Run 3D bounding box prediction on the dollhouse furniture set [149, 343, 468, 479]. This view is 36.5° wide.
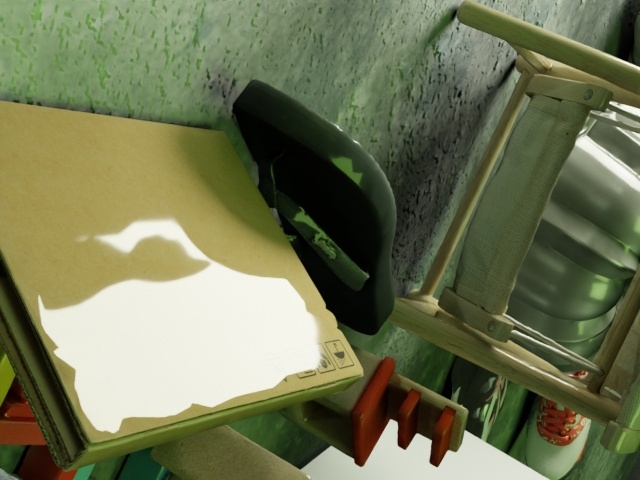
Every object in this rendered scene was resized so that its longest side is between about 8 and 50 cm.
[{"bbox_3d":[-0.019,0.199,0.673,0.259,0.135,0.262,-54,159,-25],"label":"dollhouse furniture set"}]

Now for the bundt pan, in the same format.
[{"bbox_3d":[0.317,0.008,1.060,0.331,0.124,0.331,-36,147,-28],"label":"bundt pan"}]

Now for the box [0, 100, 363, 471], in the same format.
[{"bbox_3d":[-0.073,0.009,0.451,0.021,0.164,0.201,-39,161,26],"label":"box"}]

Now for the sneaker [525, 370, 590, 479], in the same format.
[{"bbox_3d":[0.338,0.210,1.352,0.145,0.090,0.270,22,91,-60],"label":"sneaker"}]

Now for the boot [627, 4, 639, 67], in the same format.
[{"bbox_3d":[0.418,-0.250,1.118,0.246,0.083,0.161,-35,148,-32],"label":"boot"}]

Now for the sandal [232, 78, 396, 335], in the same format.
[{"bbox_3d":[0.001,0.001,0.614,0.054,0.097,0.254,-51,150,-20],"label":"sandal"}]

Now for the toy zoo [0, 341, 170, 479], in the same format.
[{"bbox_3d":[-0.138,0.107,0.549,0.192,0.030,0.293,22,94,-61],"label":"toy zoo"}]

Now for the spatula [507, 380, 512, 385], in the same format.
[{"bbox_3d":[0.279,0.127,1.216,0.296,0.084,0.030,-30,163,-35],"label":"spatula"}]

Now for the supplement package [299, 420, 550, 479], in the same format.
[{"bbox_3d":[0.109,0.292,0.865,0.204,0.262,0.145,-27,137,-47],"label":"supplement package"}]

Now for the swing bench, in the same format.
[{"bbox_3d":[0.192,-0.011,0.751,0.165,0.254,0.253,12,104,-61],"label":"swing bench"}]

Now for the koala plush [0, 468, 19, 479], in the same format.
[{"bbox_3d":[-0.154,0.106,0.322,0.203,0.221,0.196,-41,144,-34],"label":"koala plush"}]

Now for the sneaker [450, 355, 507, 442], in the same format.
[{"bbox_3d":[0.172,0.199,1.086,0.077,0.072,0.178,10,106,-58],"label":"sneaker"}]
